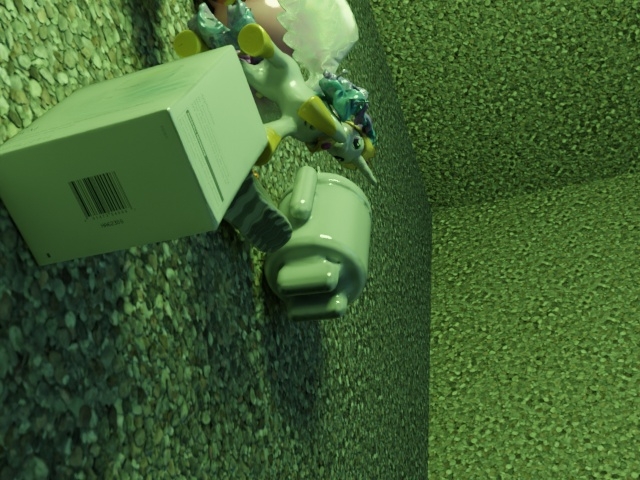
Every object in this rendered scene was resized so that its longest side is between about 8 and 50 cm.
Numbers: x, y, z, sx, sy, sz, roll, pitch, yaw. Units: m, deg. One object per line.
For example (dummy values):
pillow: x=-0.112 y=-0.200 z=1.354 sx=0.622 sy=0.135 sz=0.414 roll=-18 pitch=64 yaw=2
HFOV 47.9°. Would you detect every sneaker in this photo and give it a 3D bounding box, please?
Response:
sneaker: x=-0.158 y=-0.090 z=1.232 sx=0.115 sy=0.105 sz=0.281 roll=47 pitch=-8 yaw=48

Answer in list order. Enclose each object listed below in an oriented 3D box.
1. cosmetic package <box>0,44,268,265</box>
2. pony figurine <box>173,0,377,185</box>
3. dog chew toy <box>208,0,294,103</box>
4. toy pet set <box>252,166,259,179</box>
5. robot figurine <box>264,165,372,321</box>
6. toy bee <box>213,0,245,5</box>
cosmetic package: x=-0.205 y=-0.103 z=0.816 sx=0.225 sy=0.223 sz=0.138 roll=-71 pitch=146 yaw=-59
pony figurine: x=-0.059 y=-0.236 z=1.104 sx=0.351 sy=0.302 sz=0.363 roll=55 pitch=18 yaw=15
dog chew toy: x=-0.119 y=-0.419 z=1.355 sx=0.206 sy=0.206 sz=0.332 roll=-12 pitch=99 yaw=-73
toy pet set: x=-0.131 y=-0.169 z=1.361 sx=0.122 sy=0.065 sz=0.114 roll=41 pitch=41 yaw=-64
robot figurine: x=0.000 y=0.000 z=1.444 sx=0.354 sy=0.199 sz=0.300 roll=-80 pitch=162 yaw=-49
toy bee: x=-0.241 y=-0.471 z=1.105 sx=0.162 sy=0.298 sz=0.195 roll=-23 pitch=141 yaw=-45
